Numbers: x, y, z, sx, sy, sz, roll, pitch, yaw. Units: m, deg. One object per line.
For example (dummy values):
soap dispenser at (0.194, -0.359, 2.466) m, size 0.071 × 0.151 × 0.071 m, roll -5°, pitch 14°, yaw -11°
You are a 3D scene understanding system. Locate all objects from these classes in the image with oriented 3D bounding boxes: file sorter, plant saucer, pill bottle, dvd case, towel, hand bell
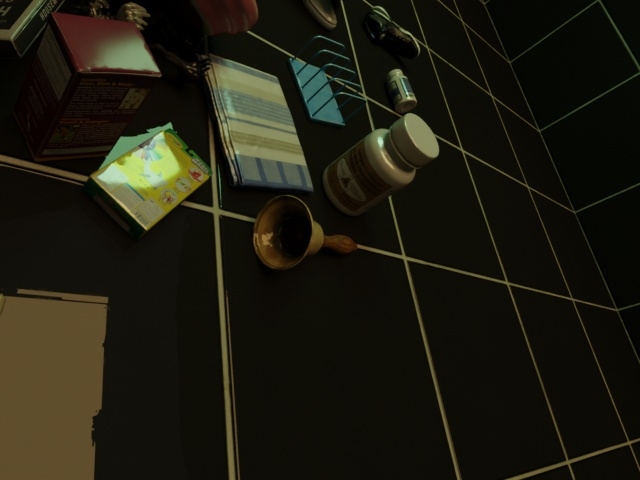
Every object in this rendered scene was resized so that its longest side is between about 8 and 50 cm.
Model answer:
file sorter at (0.019, -0.374, 1.099) m, size 0.118 × 0.105 × 0.170 m, roll -3°, pitch 69°, yaw -46°
plant saucer at (-0.255, -0.474, 0.787) m, size 0.332 × 0.084 × 0.332 m, roll 42°, pitch -2°, yaw 2°
pill bottle at (0.123, -0.155, 0.966) m, size 0.131 × 0.229 × 0.131 m, roll 25°, pitch 50°, yaw -33°
dvd case at (-0.420, -0.315, 0.591) m, size 0.180 × 0.029 × 0.238 m, roll 3°, pitch 54°, yaw 2°
pill bottle at (0.241, -0.452, 1.402) m, size 0.067 × 0.067 × 0.120 m, roll 2°, pitch 65°, yaw -45°
towel at (-0.125, -0.223, 0.912) m, size 0.209 × 0.034 × 0.284 m, roll -3°, pitch 70°, yaw -49°
hand bell at (0.000, 0.000, 0.867) m, size 0.242 × 0.126 × 0.126 m, roll 12°, pitch 57°, yaw -56°

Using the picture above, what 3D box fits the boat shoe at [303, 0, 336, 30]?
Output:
boat shoe at (-0.013, -0.703, 1.297) m, size 0.226 × 0.076 × 0.083 m, roll 57°, pitch 40°, yaw -1°

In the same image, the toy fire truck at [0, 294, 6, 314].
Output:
toy fire truck at (-0.410, -0.034, 0.443) m, size 0.159 × 0.246 × 0.216 m, roll 7°, pitch 47°, yaw 8°

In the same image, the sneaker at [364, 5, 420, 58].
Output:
sneaker at (0.224, -0.659, 1.518) m, size 0.217 × 0.079 × 0.121 m, roll 41°, pitch 45°, yaw -8°

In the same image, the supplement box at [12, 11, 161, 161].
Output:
supplement box at (-0.299, -0.185, 0.587) m, size 0.104 × 0.188 × 0.080 m, roll -20°, pitch 80°, yaw -50°

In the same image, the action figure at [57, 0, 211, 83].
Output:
action figure at (-0.308, -0.356, 0.729) m, size 0.276 × 0.141 × 0.163 m, roll 12°, pitch 62°, yaw -44°

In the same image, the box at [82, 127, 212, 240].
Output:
box at (-0.248, -0.092, 0.697) m, size 0.105 × 0.043 × 0.179 m, roll 47°, pitch 43°, yaw -12°
